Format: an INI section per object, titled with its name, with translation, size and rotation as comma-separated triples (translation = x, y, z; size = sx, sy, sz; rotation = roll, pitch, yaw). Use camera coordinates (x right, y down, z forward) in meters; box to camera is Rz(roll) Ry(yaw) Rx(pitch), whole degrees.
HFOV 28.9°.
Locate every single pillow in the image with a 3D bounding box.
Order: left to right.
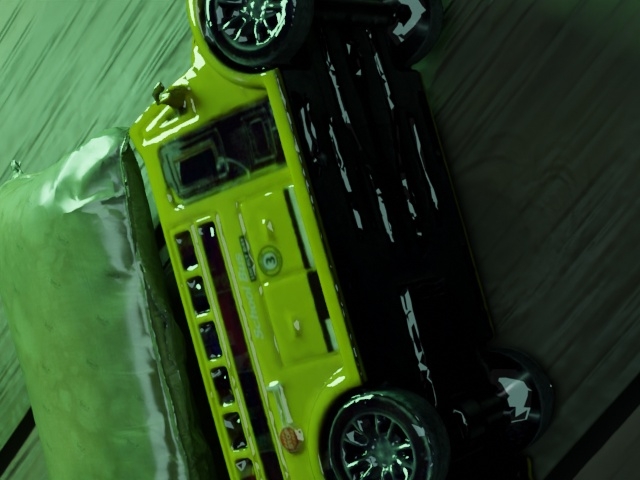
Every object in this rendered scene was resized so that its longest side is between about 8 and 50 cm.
[pillow]
translation = -0.128, 0.087, 0.738
size = 0.185, 0.075, 0.302
rotation = -14, 88, 54

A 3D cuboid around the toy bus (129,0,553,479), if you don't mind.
[toy bus]
translation = 0.000, 0.000, 0.653
size = 0.151, 0.145, 0.331
rotation = -19, 85, 36
